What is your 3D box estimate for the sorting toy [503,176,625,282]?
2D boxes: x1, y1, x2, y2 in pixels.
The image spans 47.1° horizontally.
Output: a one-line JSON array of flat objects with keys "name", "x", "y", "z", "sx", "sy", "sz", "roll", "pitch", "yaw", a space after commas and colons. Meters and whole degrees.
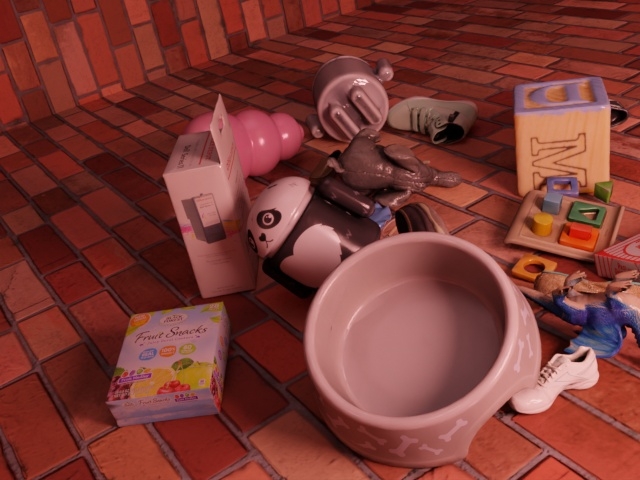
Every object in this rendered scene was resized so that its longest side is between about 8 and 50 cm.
[{"name": "sorting toy", "x": 0.468, "y": -0.039, "z": 1.409, "sx": 0.195, "sy": 0.047, "sz": 0.348, "roll": 12, "pitch": 42, "yaw": 25}]

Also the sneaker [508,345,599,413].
[{"name": "sneaker", "x": 0.333, "y": 0.197, "z": 1.059, "sx": 0.152, "sy": 0.061, "sz": 0.053, "roll": -23, "pitch": 32, "yaw": -17}]

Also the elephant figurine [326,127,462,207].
[{"name": "elephant figurine", "x": 0.172, "y": -0.155, "z": 1.661, "sx": 0.239, "sy": 0.169, "sz": 0.186, "roll": 22, "pitch": 64, "yaw": 28}]

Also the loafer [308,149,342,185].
[{"name": "loafer", "x": 0.013, "y": -0.187, "z": 1.875, "sx": 0.056, "sy": 0.050, "sz": 0.148, "roll": 7, "pitch": 34, "yaw": 31}]

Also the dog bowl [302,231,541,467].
[{"name": "dog bowl", "x": 0.132, "y": 0.139, "z": 1.052, "sx": 0.348, "sy": 0.102, "sz": 0.349, "roll": -12, "pitch": 52, "yaw": 16}]

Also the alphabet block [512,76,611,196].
[{"name": "alphabet block", "x": 0.522, "y": -0.227, "z": 1.603, "sx": 0.193, "sy": 0.197, "sz": 0.192, "roll": -2, "pitch": 29, "yaw": 17}]

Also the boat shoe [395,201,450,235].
[{"name": "boat shoe", "x": 0.164, "y": 0.066, "z": 1.223, "sx": 0.130, "sy": 0.132, "sz": 0.355, "roll": -12, "pitch": 41, "yaw": -2}]

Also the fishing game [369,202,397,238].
[{"name": "fishing game", "x": 0.066, "y": -0.026, "z": 1.583, "sx": 0.264, "sy": 0.041, "sz": 0.189, "roll": 0, "pitch": 29, "yaw": 36}]

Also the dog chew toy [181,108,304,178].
[{"name": "dog chew toy", "x": -0.196, "y": -0.251, "z": 1.933, "sx": 0.331, "sy": 0.207, "sz": 0.206, "roll": -17, "pitch": 28, "yaw": -27}]

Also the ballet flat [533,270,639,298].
[{"name": "ballet flat", "x": 0.450, "y": 0.099, "z": 1.201, "sx": 0.206, "sy": 0.073, "sz": 0.067, "roll": 6, "pitch": 60, "yaw": 34}]

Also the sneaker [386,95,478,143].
[{"name": "sneaker", "x": 0.281, "y": -0.316, "z": 1.963, "sx": 0.255, "sy": 0.094, "sz": 0.151, "roll": 1, "pitch": 34, "yaw": 25}]

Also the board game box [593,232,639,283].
[{"name": "board game box", "x": 0.595, "y": 0.020, "z": 1.257, "sx": 0.193, "sy": 0.045, "sz": 0.146, "roll": -22, "pitch": 15, "yaw": -18}]

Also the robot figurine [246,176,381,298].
[{"name": "robot figurine", "x": -0.001, "y": 0.002, "z": 1.346, "sx": 0.209, "sy": 0.278, "sz": 0.173, "roll": -58, "pitch": 7, "yaw": -6}]

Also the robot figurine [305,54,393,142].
[{"name": "robot figurine", "x": 0.080, "y": -0.404, "z": 2.084, "sx": 0.299, "sy": 0.200, "sz": 0.353, "roll": -33, "pitch": 26, "yaw": 13}]

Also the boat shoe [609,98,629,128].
[{"name": "boat shoe", "x": 0.623, "y": -0.297, "z": 1.804, "sx": 0.254, "sy": 0.095, "sz": 0.079, "roll": -2, "pitch": 18, "yaw": 0}]

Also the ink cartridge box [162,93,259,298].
[{"name": "ink cartridge box", "x": -0.218, "y": -0.090, "z": 1.473, "sx": 0.119, "sy": 0.354, "sz": 0.207, "roll": -10, "pitch": 28, "yaw": 4}]

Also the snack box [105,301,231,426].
[{"name": "snack box", "x": -0.249, "y": 0.203, "z": 1.238, "sx": 0.174, "sy": 0.070, "sz": 0.207, "roll": -9, "pitch": 34, "yaw": 5}]

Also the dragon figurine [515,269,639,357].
[{"name": "dragon figurine", "x": 0.413, "y": 0.126, "z": 1.110, "sx": 0.289, "sy": 0.144, "sz": 0.085, "roll": -5, "pitch": 14, "yaw": 33}]
